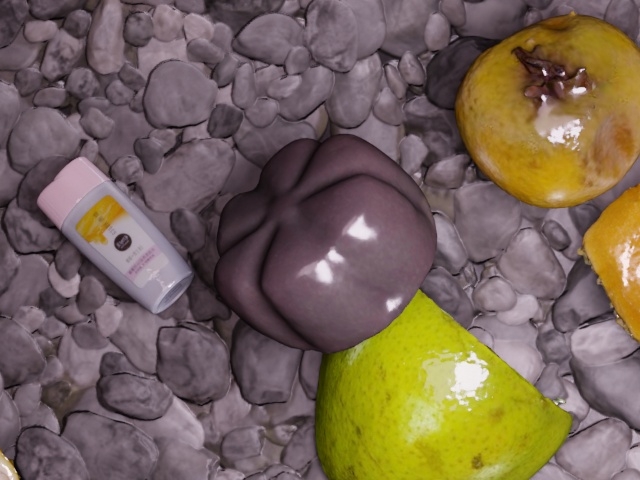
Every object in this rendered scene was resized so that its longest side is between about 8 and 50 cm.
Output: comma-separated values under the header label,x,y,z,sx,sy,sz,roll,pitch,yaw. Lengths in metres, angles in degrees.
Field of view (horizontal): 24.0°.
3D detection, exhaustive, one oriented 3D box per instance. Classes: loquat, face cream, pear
label,x,y,z,sx,sy,sz,roll,pitch,yaw
loquat,0.254,-0.137,1.596,0.213,0.213,0.213,-2,80,9
face cream,-0.235,-0.006,1.728,0.198,0.057,0.084,43,89,13
pear,0.091,0.186,1.610,0.288,0.139,0.239,41,97,15

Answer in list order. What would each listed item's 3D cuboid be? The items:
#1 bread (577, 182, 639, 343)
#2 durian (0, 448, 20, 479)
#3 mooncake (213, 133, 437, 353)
label,x,y,z,sx,sy,sz,roll,pitch,yaw
bread,0.393,0.050,1.582,0.174,0.121,0.245,-34,75,4
durian,-0.431,0.309,1.675,0.138,0.183,0.250,-26,78,42
mooncake,0.000,0.000,1.608,0.245,0.133,0.245,-29,38,25
